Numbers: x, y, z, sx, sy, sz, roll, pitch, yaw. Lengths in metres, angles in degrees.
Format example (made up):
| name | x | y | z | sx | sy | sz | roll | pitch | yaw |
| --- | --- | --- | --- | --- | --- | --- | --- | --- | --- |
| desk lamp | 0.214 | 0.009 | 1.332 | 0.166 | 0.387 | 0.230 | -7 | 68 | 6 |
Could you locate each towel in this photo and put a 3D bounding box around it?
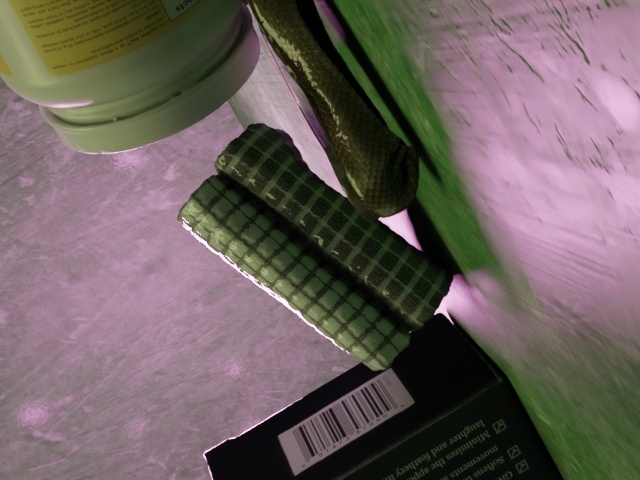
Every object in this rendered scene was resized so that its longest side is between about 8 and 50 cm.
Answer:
| name | x | y | z | sx | sy | sz | roll | pitch | yaw |
| --- | --- | --- | --- | --- | --- | --- | --- | --- | --- |
| towel | 0.000 | 0.000 | 1.378 | 0.235 | 0.121 | 0.283 | 37 | -178 | -1 |

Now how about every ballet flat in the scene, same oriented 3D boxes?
| name | x | y | z | sx | sy | sz | roll | pitch | yaw |
| --- | --- | --- | --- | --- | --- | --- | --- | --- | --- |
| ballet flat | 0.006 | -0.132 | 1.097 | 0.249 | 0.058 | 0.084 | 64 | -160 | 12 |

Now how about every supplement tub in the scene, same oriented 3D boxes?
| name | x | y | z | sx | sy | sz | roll | pitch | yaw |
| --- | --- | --- | --- | --- | --- | --- | --- | --- | --- |
| supplement tub | -0.205 | -0.264 | 1.266 | 0.331 | 0.241 | 0.241 | 65 | 174 | -34 |

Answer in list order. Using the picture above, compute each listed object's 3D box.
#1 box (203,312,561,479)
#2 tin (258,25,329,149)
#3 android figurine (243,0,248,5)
| name | x | y | z | sx | sy | sz | roll | pitch | yaw |
| --- | --- | --- | --- | --- | --- | --- | --- | --- | --- |
| box | 0.114 | 0.329 | 1.516 | 0.395 | 0.294 | 0.212 | 61 | 177 | -19 |
| tin | -0.001 | -0.130 | 1.343 | 0.106 | 0.040 | 0.189 | 49 | 170 | 51 |
| android figurine | -0.166 | -0.364 | 1.583 | 0.272 | 0.056 | 0.248 | 57 | 177 | 6 |
